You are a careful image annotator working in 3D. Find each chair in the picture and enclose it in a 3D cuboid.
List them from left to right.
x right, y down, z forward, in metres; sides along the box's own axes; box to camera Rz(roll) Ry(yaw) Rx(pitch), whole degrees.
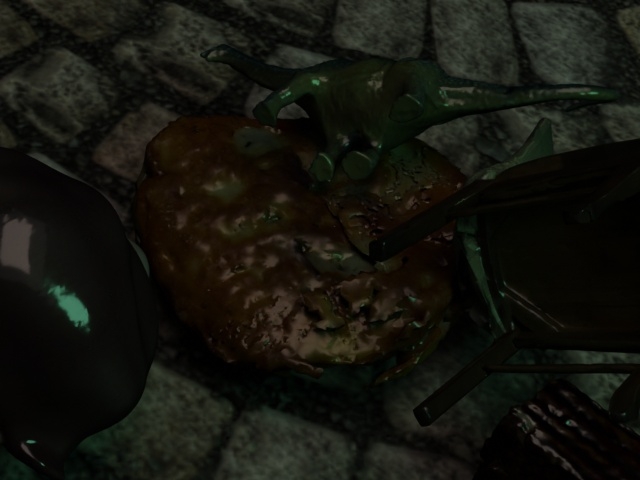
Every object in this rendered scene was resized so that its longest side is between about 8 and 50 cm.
[{"bbox_3d":[0.187,0.008,0.946,0.186,0.160,0.319,-8,13,35],"label":"chair"}]

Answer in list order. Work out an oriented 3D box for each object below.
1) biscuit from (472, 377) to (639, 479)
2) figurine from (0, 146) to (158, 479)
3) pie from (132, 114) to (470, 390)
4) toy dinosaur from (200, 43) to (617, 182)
[{"bbox_3d":[0.274,0.245,0.876,0.388,0.107,0.073,37,51,20],"label":"biscuit"},{"bbox_3d":[-0.269,0.100,0.868,0.365,0.206,0.218,-40,41,-11],"label":"figurine"},{"bbox_3d":[0.000,-0.001,1.045,0.308,0.086,0.308,5,43,-5],"label":"pie"},{"bbox_3d":[0.046,-0.112,1.042,0.362,0.077,0.147,6,35,20],"label":"toy dinosaur"}]
